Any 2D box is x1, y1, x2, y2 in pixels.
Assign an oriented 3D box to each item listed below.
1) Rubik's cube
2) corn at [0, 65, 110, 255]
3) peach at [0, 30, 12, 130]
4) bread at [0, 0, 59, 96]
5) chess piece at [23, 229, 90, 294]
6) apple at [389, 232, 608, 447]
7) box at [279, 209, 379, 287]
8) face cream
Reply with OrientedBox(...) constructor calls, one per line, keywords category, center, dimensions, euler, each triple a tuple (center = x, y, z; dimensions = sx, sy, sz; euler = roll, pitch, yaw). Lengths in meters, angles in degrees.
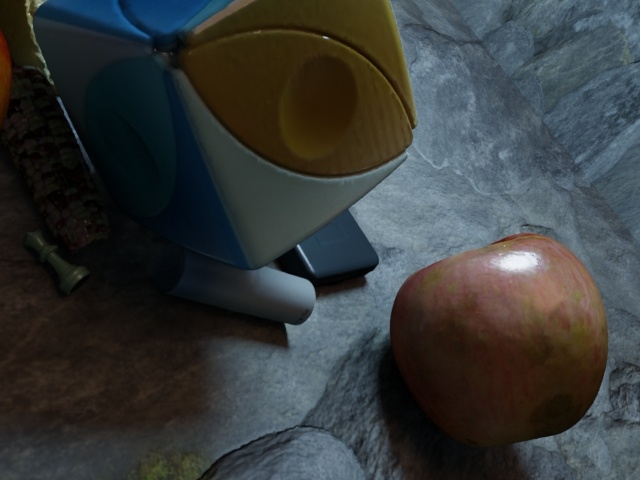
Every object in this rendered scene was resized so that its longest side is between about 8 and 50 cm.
OrientedBox(category="Rubik's cube", center=(-0.118, -0.210, 1.209), dimensions=(0.352, 0.351, 0.347), euler=(-42, 132, -28))
OrientedBox(category="corn", center=(-0.357, -0.109, 1.211), dimensions=(0.092, 0.092, 0.281), euler=(-10, 67, -57))
OrientedBox(category="peach", center=(-0.481, -0.163, 0.908), dimensions=(0.308, 0.308, 0.332), euler=(55, 35, 10))
OrientedBox(category="bread", center=(-0.442, -0.353, 1.388), dimensions=(0.211, 0.224, 0.183), euler=(14, 27, 24))
OrientedBox(category="chess piece", center=(-0.333, 0.023, 1.141), dimensions=(0.093, 0.042, 0.042), euler=(44, 30, 2))
OrientedBox(category="apple", center=(0.301, 0.168, 1.520), dimensions=(0.364, 0.364, 0.364), euler=(34, 33, -26))
OrientedBox(category="box", center=(0.000, 0.000, 1.600), dimensions=(0.230, 0.050, 0.160), euler=(-10, 64, -56))
OrientedBox(category="face cream", center=(-0.120, 0.066, 1.335), dimensions=(0.250, 0.077, 0.077), euler=(19, 41, -43))
